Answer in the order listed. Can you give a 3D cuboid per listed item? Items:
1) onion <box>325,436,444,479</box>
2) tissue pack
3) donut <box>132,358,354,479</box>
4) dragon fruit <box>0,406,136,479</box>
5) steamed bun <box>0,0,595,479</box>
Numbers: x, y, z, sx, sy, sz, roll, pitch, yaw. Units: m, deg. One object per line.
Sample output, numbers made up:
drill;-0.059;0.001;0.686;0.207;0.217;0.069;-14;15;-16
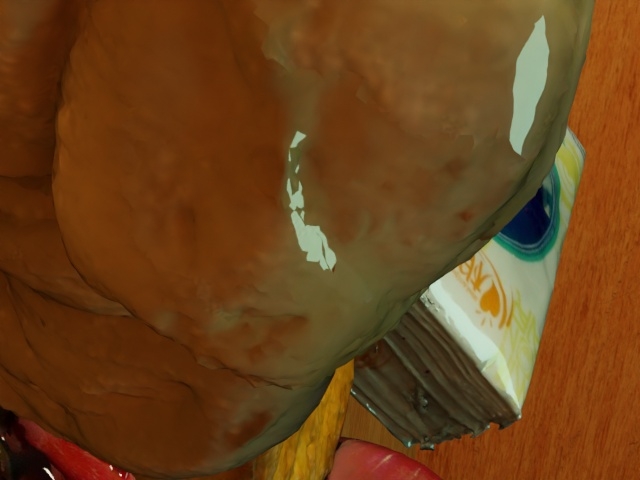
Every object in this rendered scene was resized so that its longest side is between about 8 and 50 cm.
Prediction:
onion;0.013;0.332;1.203;0.341;0.341;0.341;12;90;-80
tissue pack;0.095;-0.043;1.385;0.287;0.162;0.388;48;40;-24
donut;-0.057;0.022;0.954;0.435;0.163;0.378;74;31;-74
dragon fruit;-0.140;0.140;0.740;0.150;0.133;0.208;-156;-120;-74
steamed bun;-0.059;-0.093;0.536;0.372;0.230;0.325;-39;-127;55
